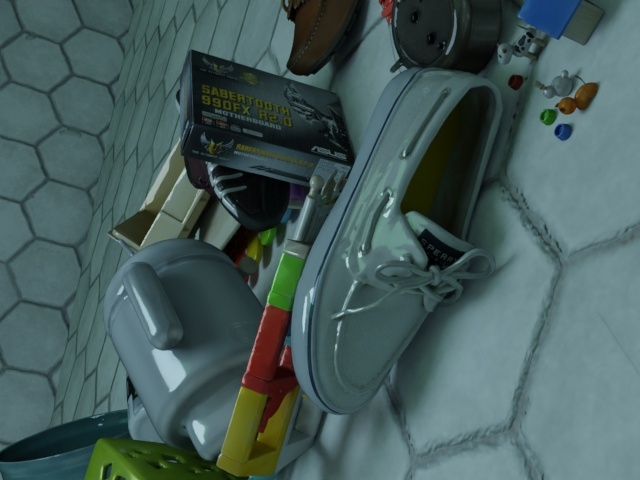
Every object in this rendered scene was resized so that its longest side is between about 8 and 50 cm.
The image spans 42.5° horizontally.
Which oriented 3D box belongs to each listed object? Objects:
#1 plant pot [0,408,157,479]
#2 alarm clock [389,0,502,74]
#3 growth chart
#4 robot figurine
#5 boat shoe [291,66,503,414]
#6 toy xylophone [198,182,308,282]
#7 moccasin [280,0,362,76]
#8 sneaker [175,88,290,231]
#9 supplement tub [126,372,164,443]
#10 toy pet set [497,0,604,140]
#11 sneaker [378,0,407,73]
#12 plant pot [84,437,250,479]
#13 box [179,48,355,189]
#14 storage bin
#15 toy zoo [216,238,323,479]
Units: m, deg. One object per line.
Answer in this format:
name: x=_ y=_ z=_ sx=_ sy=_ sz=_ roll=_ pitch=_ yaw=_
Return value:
plant pot: x=-0.431 y=0.451 z=1.527 sx=0.293 sy=0.293 sz=0.196 roll=-9 pitch=94 yaw=65
alarm clock: x=0.136 y=-0.248 z=0.865 sx=0.129 sy=0.064 sz=0.192 roll=61 pitch=141 yaw=28
growth chart: x=0.000 y=0.000 z=0.981 sx=0.237 sy=0.021 sz=0.172 roll=5 pitch=-75 yaw=-77
robot figurine: x=-0.166 y=0.137 z=1.108 sx=0.199 sy=0.300 sz=0.353 roll=-35 pitch=56 yaw=-5
boat shoe: x=0.095 y=0.009 z=0.799 sx=0.156 sy=0.135 sz=0.367 roll=18 pitch=85 yaw=56
toy xylophone: x=-0.126 y=-0.003 z=1.328 sx=0.322 sy=0.081 sz=0.236 roll=-40 pitch=41 yaw=53
moccasin: x=-0.007 y=-0.429 z=1.247 sx=0.139 sy=0.147 sz=0.380 roll=-13 pitch=64 yaw=64
sneaker: x=-0.130 y=-0.092 z=1.211 sx=0.162 sy=0.106 sz=0.281 roll=102 pitch=146 yaw=-52
supplement tub: x=-0.288 y=0.271 z=1.475 sx=0.117 sy=0.117 sz=0.190 roll=-63 pitch=26 yaw=23
toy pet set: x=0.197 y=-0.172 z=0.735 sx=0.114 sy=0.065 sz=0.122 roll=-63 pitch=26 yaw=25
sneaker: x=0.081 y=-0.337 z=0.997 sx=0.090 sy=0.145 sz=0.270 roll=-17 pitch=60 yaw=63
plant pot: x=-0.175 y=0.389 z=1.028 sx=0.207 sy=0.228 sz=0.227 roll=0 pitch=75 yaw=60
box: x=-0.076 y=-0.163 z=1.131 sx=0.183 sy=0.231 sz=0.056 roll=-100 pitch=31 yaw=-46
storage bin: x=-0.236 y=-0.111 z=1.444 sx=0.262 sy=0.123 sz=0.260 roll=-59 pitch=5 yaw=10
toy zoo: x=-0.029 y=0.147 z=0.922 sx=0.030 sy=0.192 sz=0.293 roll=18 pitch=93 yaw=23
